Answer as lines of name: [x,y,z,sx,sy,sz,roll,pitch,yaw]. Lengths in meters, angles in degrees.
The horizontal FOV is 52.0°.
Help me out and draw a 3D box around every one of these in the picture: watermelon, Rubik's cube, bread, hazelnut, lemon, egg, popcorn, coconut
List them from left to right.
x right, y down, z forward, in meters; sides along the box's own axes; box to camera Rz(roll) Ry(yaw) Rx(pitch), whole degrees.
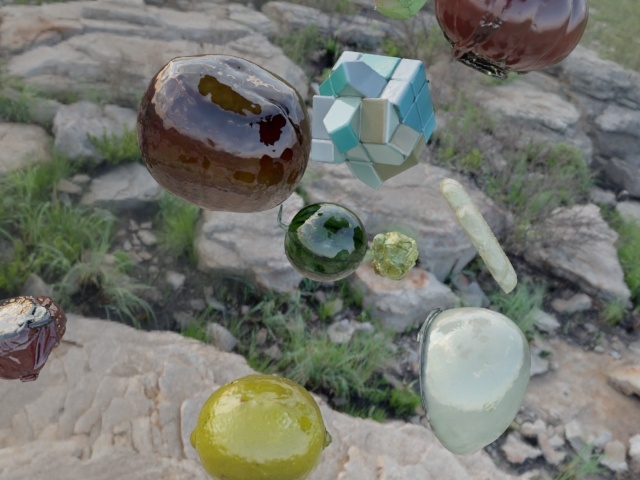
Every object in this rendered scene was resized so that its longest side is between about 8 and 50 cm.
hazelnut: [-0.234,-0.274,1.639,0.430,0.402,0.402,11,41,-6]
lemon: [-0.130,0.412,1.405,0.284,0.260,0.260,0,35,22]
watermelon: [0.000,0.000,1.507,0.215,0.188,0.188,19,39,-13]
Rubik's cube: [0.100,-0.233,1.277,0.225,0.265,0.212,17,63,30]
popcorn: [0.213,0.043,1.863,0.136,0.162,0.141,-37,25,-26]
coconut: [0.104,-0.337,0.852,0.083,0.082,0.081,35,87,6]
bread: [0.368,-0.017,1.518,0.054,0.316,0.316,-31,44,14]
egg: [0.311,0.264,1.239,0.174,0.286,0.264,-9,-1,37]

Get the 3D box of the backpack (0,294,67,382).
backpack: [-0.641,0.195,1.384,0.230,0.138,0.229,-9,25,5]

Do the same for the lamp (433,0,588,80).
lamp: [0.372,-0.457,1.298,0.303,0.256,0.303,20,25,-10]
